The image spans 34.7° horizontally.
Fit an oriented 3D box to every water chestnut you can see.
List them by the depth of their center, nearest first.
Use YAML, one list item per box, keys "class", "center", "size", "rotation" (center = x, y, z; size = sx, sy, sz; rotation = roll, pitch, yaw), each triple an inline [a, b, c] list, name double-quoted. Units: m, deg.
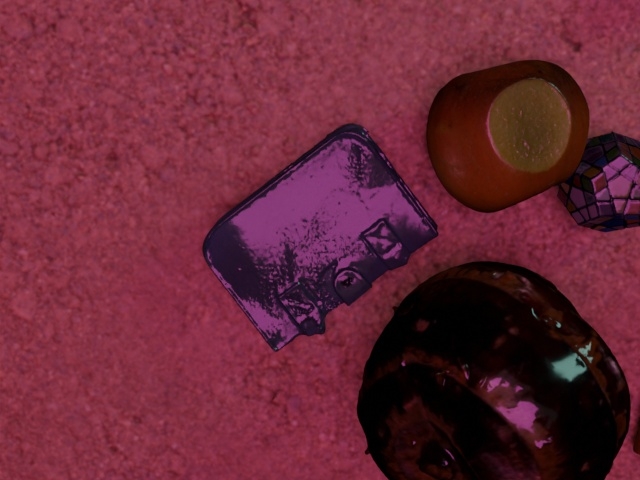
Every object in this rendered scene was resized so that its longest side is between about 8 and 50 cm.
- class: "water chestnut"
  center: [0.191, 0.155, 1.076]
  size: [0.299, 0.300, 0.300]
  rotation: [0, 100, 2]

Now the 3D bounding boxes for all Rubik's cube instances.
- class: "Rubik's cube"
  center: [0.310, -0.061, 1.097]
  size: [0.093, 0.111, 0.111]
  rotation: [-22, 99, -19]

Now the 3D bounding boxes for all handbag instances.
- class: "handbag"
  center: [0.000, 0.000, 1.135]
  size: [0.229, 0.062, 0.179]
  rotation: [-35, 97, 8]

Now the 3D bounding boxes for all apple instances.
- class: "apple"
  center: [0.193, -0.106, 1.068]
  size: [0.163, 0.146, 0.147]
  rotation: [-11, 91, -11]

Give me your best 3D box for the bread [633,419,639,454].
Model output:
- class: "bread"
  center: [0.388, 0.207, 1.169]
  size: [0.046, 0.036, 0.083]
  rotation: [9, 98, 4]
